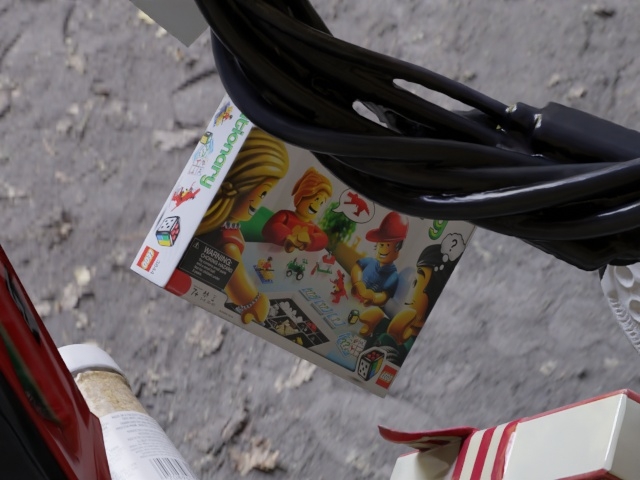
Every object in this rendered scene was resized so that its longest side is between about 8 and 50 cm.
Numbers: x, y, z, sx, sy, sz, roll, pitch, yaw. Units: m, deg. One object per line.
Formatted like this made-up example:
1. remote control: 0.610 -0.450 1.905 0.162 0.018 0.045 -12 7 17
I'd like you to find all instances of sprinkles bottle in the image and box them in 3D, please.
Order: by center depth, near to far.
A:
1. sprinkles bottle: -0.195 0.247 1.402 0.121 0.121 0.355 -24 40 -21

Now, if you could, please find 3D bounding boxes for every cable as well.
1. cable: 0.043 -0.058 0.312 0.185 0.150 0.047 29 56 5

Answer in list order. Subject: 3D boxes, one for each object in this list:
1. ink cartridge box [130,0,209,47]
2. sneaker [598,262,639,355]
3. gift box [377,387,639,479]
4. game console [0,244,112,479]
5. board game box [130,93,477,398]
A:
1. ink cartridge box: -0.092 -0.271 1.088 0.127 0.176 0.128 39 26 -24
2. sneaker: 0.422 0.062 1.164 0.236 0.130 0.323 -32 61 -31
3. gift box: 0.147 0.216 0.719 0.276 0.255 0.258 33 61 -20
4. game console: -0.239 0.057 0.304 0.342 0.386 0.060 -22 52 -7
5. board game box: 0.000 0.000 1.164 0.053 0.305 0.193 26 86 44
